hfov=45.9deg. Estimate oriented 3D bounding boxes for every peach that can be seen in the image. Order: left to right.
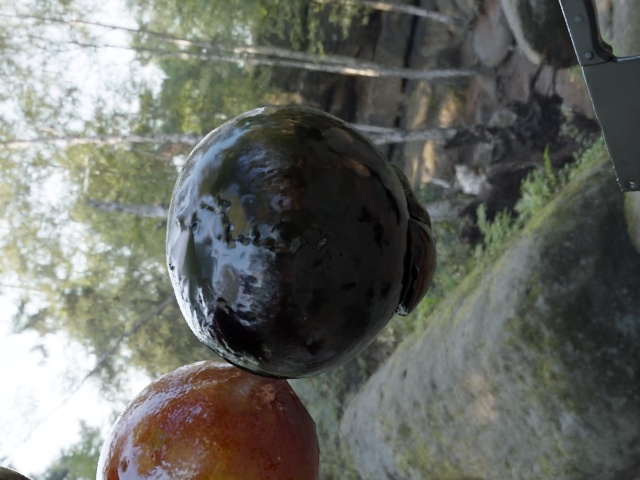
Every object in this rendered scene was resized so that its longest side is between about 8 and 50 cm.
[{"bbox_3d":[-0.174,0.370,1.250,0.388,0.388,0.389,-172,90,-88],"label":"peach"}]

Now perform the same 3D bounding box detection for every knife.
[{"bbox_3d":[0.254,-0.130,0.622,0.245,0.072,0.019,54,-130,-35],"label":"knife"}]

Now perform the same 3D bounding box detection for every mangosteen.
[{"bbox_3d":[0.000,0.000,0.608,0.211,0.249,0.212,5,96,51],"label":"mangosteen"}]

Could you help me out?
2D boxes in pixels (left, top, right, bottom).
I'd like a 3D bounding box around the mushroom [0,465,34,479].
[{"bbox_3d":[-0.262,0.344,0.544,0.239,0.345,0.345,-53,8,11],"label":"mushroom"}]
